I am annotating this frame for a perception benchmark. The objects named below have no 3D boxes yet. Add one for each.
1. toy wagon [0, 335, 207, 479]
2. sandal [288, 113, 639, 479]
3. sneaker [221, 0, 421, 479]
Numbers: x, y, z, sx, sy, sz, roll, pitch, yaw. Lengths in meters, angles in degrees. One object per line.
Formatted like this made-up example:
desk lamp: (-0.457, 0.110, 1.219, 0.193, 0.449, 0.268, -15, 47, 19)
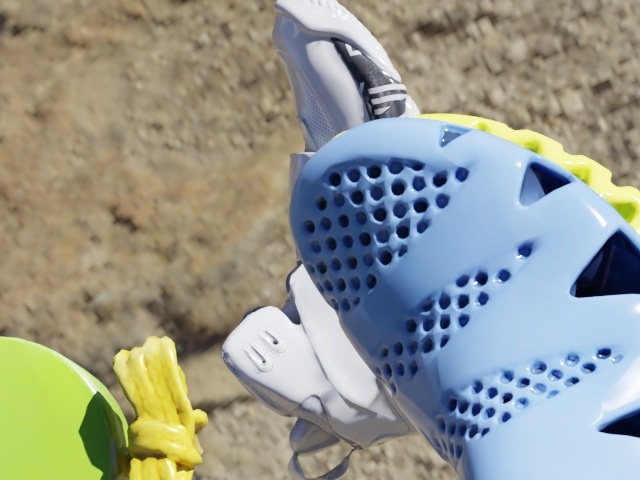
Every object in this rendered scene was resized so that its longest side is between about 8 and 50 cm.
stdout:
toy wagon: (-0.201, 0.090, 0.603, 0.344, 0.068, 0.267, -7, 76, 7)
sandal: (0.097, 0.074, 0.699, 0.317, 0.126, 0.138, 45, 35, 19)
sneaker: (0.000, 0.000, 1.423, 0.210, 0.366, 0.137, -26, -2, -3)
